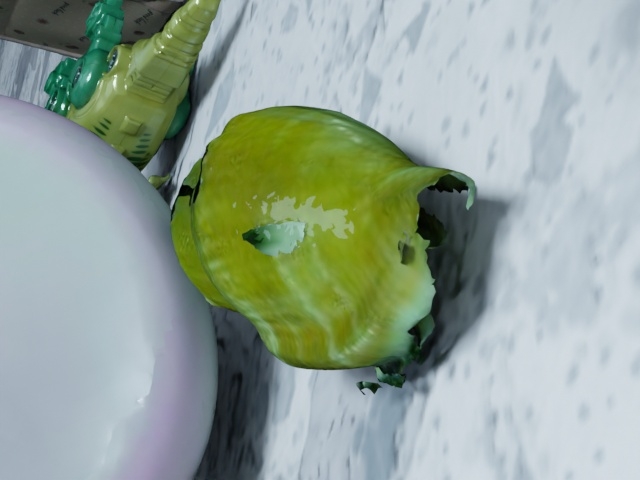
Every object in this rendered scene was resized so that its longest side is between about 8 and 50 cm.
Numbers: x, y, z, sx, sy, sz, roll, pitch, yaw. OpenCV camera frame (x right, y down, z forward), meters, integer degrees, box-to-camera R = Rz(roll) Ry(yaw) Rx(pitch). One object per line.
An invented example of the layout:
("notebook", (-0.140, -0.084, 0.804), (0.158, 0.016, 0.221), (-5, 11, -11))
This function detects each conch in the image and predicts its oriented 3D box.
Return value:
("conch", (-0.004, -0.001, 0.497), (0.201, 0.080, 0.094), (-145, 49, -61))

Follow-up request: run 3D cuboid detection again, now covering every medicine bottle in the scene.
("medicine bottle", (-0.184, 0.073, 0.686), (0.302, 0.241, 0.241), (135, 144, -75))

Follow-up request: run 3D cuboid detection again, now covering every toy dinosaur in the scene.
("toy dinosaur", (-0.123, -0.094, 0.871), (0.259, 0.094, 0.153), (-53, 30, 36))

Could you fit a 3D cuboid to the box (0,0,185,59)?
("box", (-0.203, -0.308, 1.015), (0.190, 0.225, 0.297), (150, 131, -68))
